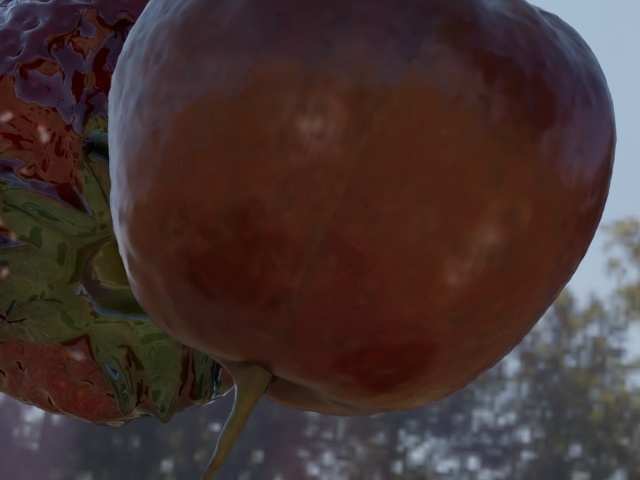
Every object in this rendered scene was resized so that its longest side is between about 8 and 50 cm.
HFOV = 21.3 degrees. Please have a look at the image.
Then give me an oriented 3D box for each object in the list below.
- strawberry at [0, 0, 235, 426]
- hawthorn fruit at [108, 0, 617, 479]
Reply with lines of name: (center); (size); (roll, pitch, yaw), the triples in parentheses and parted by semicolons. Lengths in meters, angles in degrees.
strawberry: (-0.122, -0.041, 0.953); (0.257, 0.257, 0.277); (12, 23, -16)
hawthorn fruit: (0.010, -0.013, 0.406); (0.125, 0.140, 0.125); (4, -35, 3)
